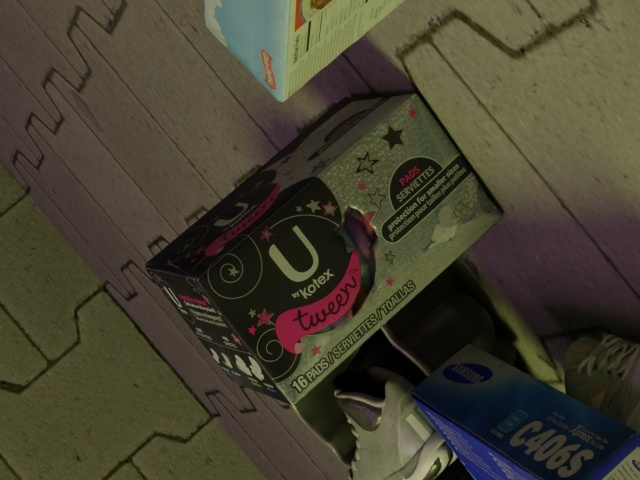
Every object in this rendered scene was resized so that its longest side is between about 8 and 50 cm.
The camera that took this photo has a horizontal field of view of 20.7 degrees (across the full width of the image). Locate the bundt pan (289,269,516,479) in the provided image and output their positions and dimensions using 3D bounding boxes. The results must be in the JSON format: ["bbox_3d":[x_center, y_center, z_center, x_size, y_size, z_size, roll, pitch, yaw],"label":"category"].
[{"bbox_3d":[0.079,0.121,1.754,0.331,0.124,0.331,38,154,23],"label":"bundt pan"}]

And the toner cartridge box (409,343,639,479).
[{"bbox_3d":[0.196,0.194,1.394,0.165,0.075,0.348,54,172,-15],"label":"toner cartridge box"}]

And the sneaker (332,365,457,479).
[{"bbox_3d":[0.053,0.186,1.662,0.132,0.086,0.229,50,145,9],"label":"sneaker"}]

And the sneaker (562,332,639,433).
[{"bbox_3d":[0.240,0.116,1.393,0.121,0.099,0.262,49,165,20],"label":"sneaker"}]

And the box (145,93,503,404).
[{"bbox_3d":[0.000,0.000,1.491,0.142,0.247,0.163,52,165,-16],"label":"box"}]

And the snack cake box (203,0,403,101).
[{"bbox_3d":[0.002,-0.215,1.138,0.089,0.152,0.264,46,165,13],"label":"snack cake box"}]
